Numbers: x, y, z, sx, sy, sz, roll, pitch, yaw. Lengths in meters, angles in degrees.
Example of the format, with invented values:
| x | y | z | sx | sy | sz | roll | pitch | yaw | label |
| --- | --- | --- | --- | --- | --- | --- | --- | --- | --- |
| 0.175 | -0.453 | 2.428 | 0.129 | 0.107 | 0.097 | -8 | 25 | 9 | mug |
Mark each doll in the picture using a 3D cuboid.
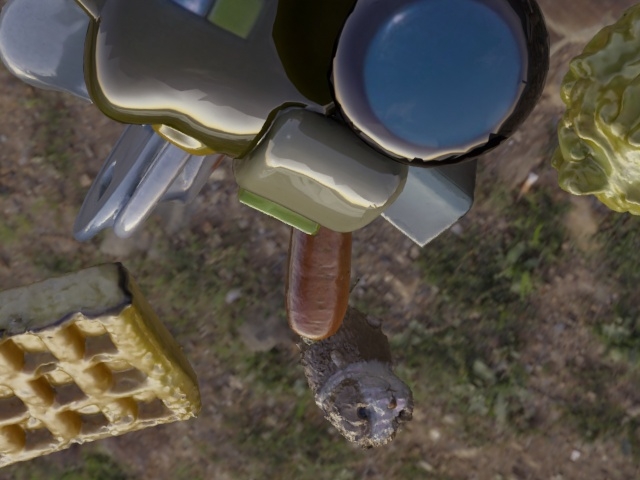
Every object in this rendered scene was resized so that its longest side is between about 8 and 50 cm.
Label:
| x | y | z | sx | sy | sz | roll | pitch | yaw | label |
| --- | --- | --- | --- | --- | --- | --- | --- | --- | --- |
| 0.030 | 0.138 | 1.465 | 0.115 | 0.105 | 0.221 | -58 | 47 | 47 | doll |

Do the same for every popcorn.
| x | y | z | sx | sy | sz | roll | pitch | yaw | label |
| --- | --- | --- | --- | --- | --- | --- | --- | --- | --- |
| 0.331 | -0.108 | 1.154 | 0.235 | 0.217 | 0.181 | -49 | 44 | 8 | popcorn |

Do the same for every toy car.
| x | y | z | sx | sy | sz | roll | pitch | yaw | label |
| --- | --- | --- | --- | --- | --- | --- | --- | --- | --- |
| -0.013 | -0.146 | 0.384 | 0.198 | 0.204 | 0.248 | 26 | 110 | -13 | toy car |

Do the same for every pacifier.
| x | y | z | sx | sy | sz | roll | pitch | yaw | label |
| --- | --- | --- | --- | --- | --- | --- | --- | --- | --- |
| -0.151 | -0.133 | 0.988 | 0.207 | 0.227 | 0.279 | 34 | 102 | -13 | pacifier |

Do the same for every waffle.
| x | y | z | sx | sy | sz | roll | pitch | yaw | label |
| --- | --- | --- | --- | --- | --- | --- | --- | --- | --- |
| -0.246 | 0.115 | 1.086 | 0.248 | 0.055 | 0.221 | -14 | 147 | 4 | waffle |

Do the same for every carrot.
| x | y | z | sx | sy | sz | roll | pitch | yaw | label |
| --- | --- | --- | --- | --- | --- | --- | --- | --- | --- |
| 0.000 | 0.000 | 1.259 | 0.067 | 0.067 | 0.225 | 11 | 114 | 21 | carrot |

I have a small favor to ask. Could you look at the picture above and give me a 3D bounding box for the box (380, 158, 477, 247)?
| x | y | z | sx | sy | sz | roll | pitch | yaw | label |
| --- | --- | --- | --- | --- | --- | --- | --- | --- | --- |
| 0.020 | -0.141 | 0.698 | 0.211 | 0.270 | 0.045 | 38 | 127 | -19 | box |
